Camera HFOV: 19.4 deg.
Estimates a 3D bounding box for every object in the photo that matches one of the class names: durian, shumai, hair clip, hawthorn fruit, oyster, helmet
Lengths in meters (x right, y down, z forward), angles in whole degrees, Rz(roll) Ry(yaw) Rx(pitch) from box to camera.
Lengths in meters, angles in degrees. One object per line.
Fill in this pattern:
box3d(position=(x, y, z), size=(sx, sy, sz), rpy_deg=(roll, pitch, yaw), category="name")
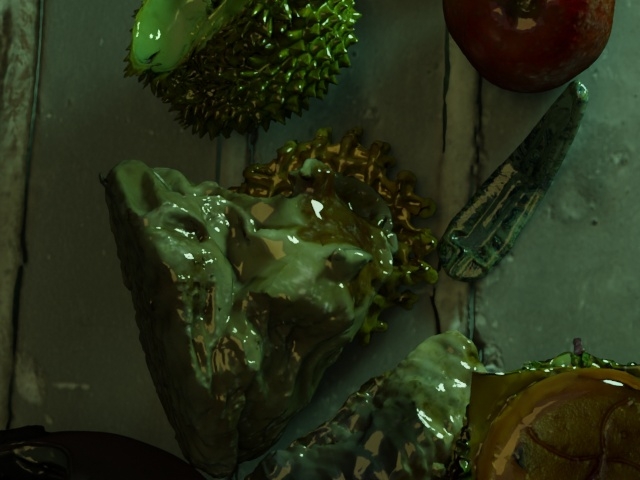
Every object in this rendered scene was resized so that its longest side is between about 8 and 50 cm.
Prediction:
box3d(position=(-0.070, -0.203, 1.846), size=(0.237, 0.176, 0.200), rpy_deg=(-26, 28, 25), category="durian")
box3d(position=(-0.045, 0.054, 1.766), size=(0.262, 0.267, 0.314), rpy_deg=(-15, 105, -11), category="shumai")
box3d(position=(0.192, -0.057, 1.812), size=(0.066, 0.036, 0.229), rpy_deg=(42, 105, 29), category="hair clip")
box3d(position=(0.199, -0.228, 1.772), size=(0.172, 0.173, 0.173), rpy_deg=(-3, 79, 18), category="hawthorn fruit")
box3d(position=(0.025, 0.232, 1.777), size=(0.341, 0.110, 0.166), rpy_deg=(-32, 71, 10), category="oyster")
box3d(position=(-0.214, 0.301, 1.789), size=(0.338, 0.197, 0.271), rpy_deg=(0, 100, 47), category="helmet")

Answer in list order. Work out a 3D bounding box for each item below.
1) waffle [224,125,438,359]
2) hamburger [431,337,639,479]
box3d(position=(0.000, 0.000, 1.861), size=(0.231, 0.051, 0.229), rpy_deg=(-36, 67, 9), category="waffle")
box3d(position=(0.231, 0.210, 1.687), size=(0.261, 0.138, 0.243), rpy_deg=(1, 91, -5), category="hamburger")
